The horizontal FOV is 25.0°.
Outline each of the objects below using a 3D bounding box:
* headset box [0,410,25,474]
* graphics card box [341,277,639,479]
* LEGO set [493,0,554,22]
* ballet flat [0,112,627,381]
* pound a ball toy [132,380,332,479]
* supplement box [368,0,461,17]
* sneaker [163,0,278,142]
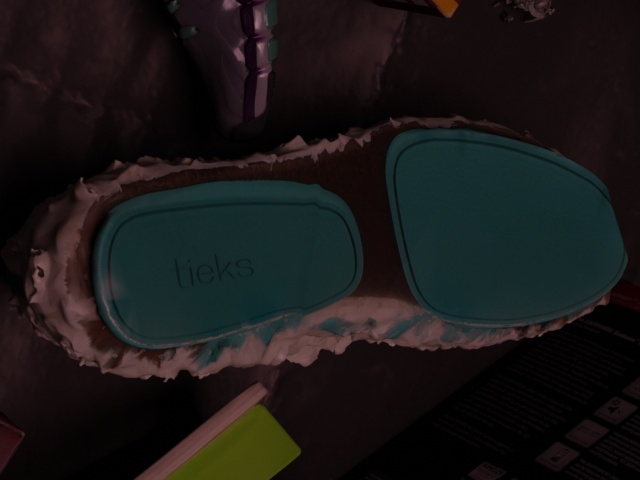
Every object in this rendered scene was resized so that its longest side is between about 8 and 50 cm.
[{"bbox_3d":[-0.301,0.122,0.670,0.293,0.110,0.218,34,84,-39],"label":"headset box"},{"bbox_3d":[0.161,0.180,0.956,0.371,0.233,0.094,-32,122,-25],"label":"graphics card box"},{"bbox_3d":[0.133,-0.169,0.952,0.083,0.023,0.054,3,103,-37],"label":"LEGO set"},{"bbox_3d":[0.000,0.000,0.845,0.409,0.147,0.147,-2,106,-38],"label":"ballet flat"},{"bbox_3d":[-0.090,0.255,0.778,0.208,0.136,0.319,47,50,6],"label":"pound a ball toy"},{"bbox_3d":[0.069,-0.239,0.845,0.104,0.081,0.188,36,82,-38],"label":"supplement box"},{"bbox_3d":[-0.079,-0.161,0.780,0.098,0.083,0.223,-6,108,-11],"label":"sneaker"}]
